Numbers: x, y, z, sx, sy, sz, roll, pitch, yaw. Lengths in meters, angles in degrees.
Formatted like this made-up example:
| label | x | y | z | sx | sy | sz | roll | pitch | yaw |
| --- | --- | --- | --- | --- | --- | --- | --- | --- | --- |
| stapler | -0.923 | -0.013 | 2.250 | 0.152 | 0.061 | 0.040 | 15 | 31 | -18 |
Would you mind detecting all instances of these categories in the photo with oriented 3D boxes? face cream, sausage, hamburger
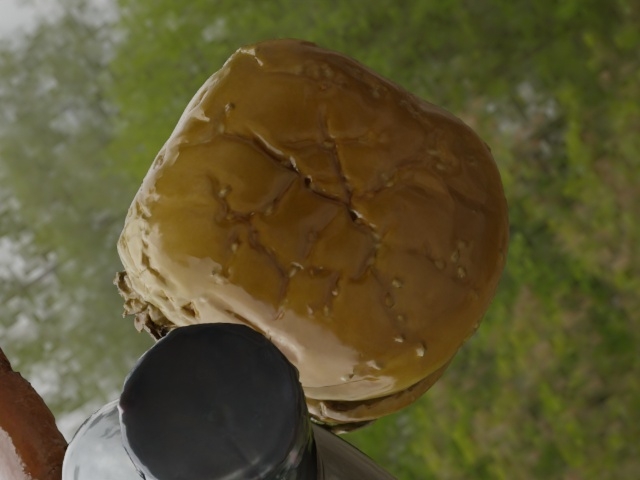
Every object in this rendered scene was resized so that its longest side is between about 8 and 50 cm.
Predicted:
| label | x | y | z | sx | sy | sz | roll | pitch | yaw |
| --- | --- | --- | --- | --- | --- | --- | --- | --- | --- |
| face cream | -0.022 | 0.103 | 0.662 | 0.144 | 0.071 | 0.291 | 18 | 160 | 14 |
| sausage | -0.315 | 0.111 | 1.670 | 0.326 | 0.079 | 0.087 | 46 | -171 | 24 |
| hamburger | 0.000 | 0.000 | 1.522 | 0.318 | 0.319 | 0.158 | 59 | 162 | 11 |
